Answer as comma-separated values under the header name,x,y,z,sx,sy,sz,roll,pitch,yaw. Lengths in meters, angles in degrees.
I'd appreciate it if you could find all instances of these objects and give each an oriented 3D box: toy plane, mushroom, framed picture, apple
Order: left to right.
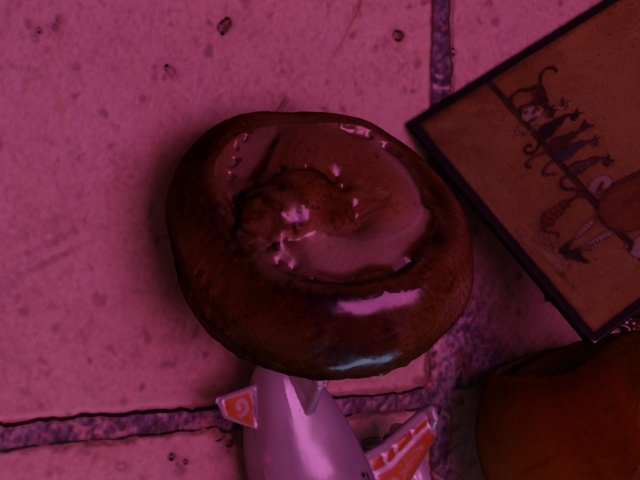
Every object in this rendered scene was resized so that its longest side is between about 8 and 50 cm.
name,x,y,z,sx,sy,sz,roll,pitch,yaw
toy plane,-0.001,0.201,1.416,0.245,0.117,0.244,-2,94,-33
mushroom,0.000,0.000,1.348,0.253,0.253,0.153,-13,145,-31
apple,0.253,0.174,1.507,0.237,0.237,0.207,-40,100,-24
framed picture,0.280,-0.087,1.552,0.339,0.014,0.255,-32,77,-27

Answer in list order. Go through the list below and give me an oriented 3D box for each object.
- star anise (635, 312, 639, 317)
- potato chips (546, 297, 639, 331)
name,x,y,z,sx,sy,sz,roll,pitch,yaw
star anise,0.415,0.021,1.652,0.332,0.118,0.331,4,84,-44
potato chips,0.269,0.022,1.626,0.142,0.026,0.209,-36,111,-22
